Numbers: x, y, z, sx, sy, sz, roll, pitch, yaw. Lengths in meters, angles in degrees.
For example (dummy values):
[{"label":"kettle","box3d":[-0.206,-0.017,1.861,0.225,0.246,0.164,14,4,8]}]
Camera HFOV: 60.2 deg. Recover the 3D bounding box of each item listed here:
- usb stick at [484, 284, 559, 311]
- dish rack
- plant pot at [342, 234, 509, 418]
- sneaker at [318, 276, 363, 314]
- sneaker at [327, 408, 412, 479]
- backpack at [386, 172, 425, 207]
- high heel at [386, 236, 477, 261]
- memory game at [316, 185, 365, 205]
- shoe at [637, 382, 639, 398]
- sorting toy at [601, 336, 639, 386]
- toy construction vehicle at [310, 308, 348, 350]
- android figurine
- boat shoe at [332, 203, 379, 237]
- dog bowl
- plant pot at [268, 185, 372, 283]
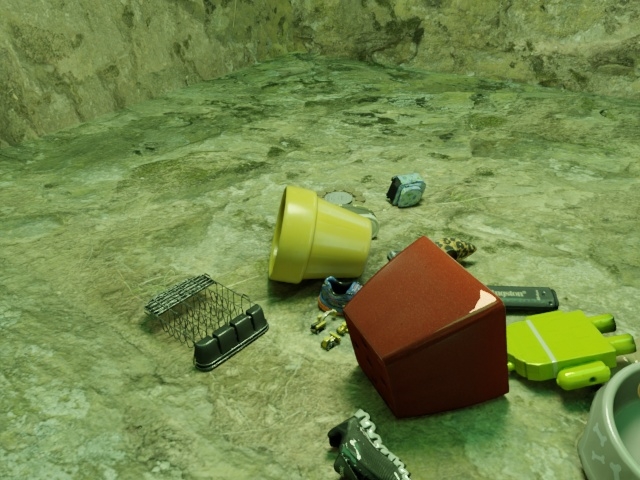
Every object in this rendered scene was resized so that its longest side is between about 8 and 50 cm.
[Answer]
[{"label":"usb stick","box3d":[0.443,0.143,1.373,0.277,0.045,0.077,2,34,5]},{"label":"dish rack","box3d":[-0.284,0.180,1.336,0.271,0.074,0.208,23,38,37]},{"label":"plant pot","box3d":[0.198,0.198,1.125,0.235,0.267,0.267,-25,37,-11]},{"label":"sneaker","box3d":[0.093,0.148,1.346,0.221,0.087,0.083,11,35,21]},{"label":"sneaker","box3d":[0.082,0.398,0.960,0.106,0.078,0.234,-17,31,-17]},{"label":"backpack","box3d":[0.292,-0.165,1.829,0.114,0.105,0.084,-15,56,-21]},{"label":"high heel","box3d":[0.323,0.085,1.451,0.261,0.093,0.186,-9,42,-13]},{"label":"memory game","box3d":[0.062,-0.139,1.882,0.186,0.012,0.186,-2,33,1]},{"label":"shoe","box3d":[0.621,0.296,0.882,0.219,0.058,0.077,30,82,38]},{"label":"sorting toy","box3d":[0.677,0.287,1.127,0.208,0.038,0.193,-16,34,-16]},{"label":"toy construction vehicle","box3d":[0.023,0.206,1.305,0.098,0.035,0.086,-27,40,-34]},{"label":"android figurine","box3d":[0.511,0.227,1.188,0.272,0.056,0.248,-14,22,4]},{"label":"boat shoe","box3d":[0.022,-0.060,1.671,0.304,0.109,0.091,2,31,-4]},{"label":"dog bowl","box3d":[0.627,0.350,0.931,0.348,0.102,0.349,-1,41,1]},{"label":"plant pot","box3d":[0.000,0.000,1.468,0.238,0.254,0.254,11,31,-9]}]
